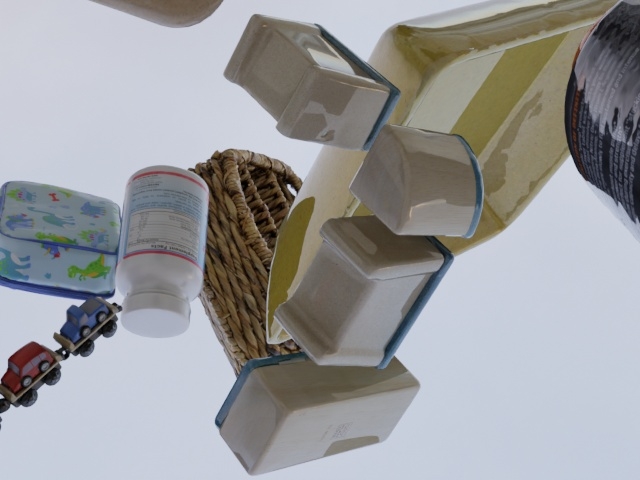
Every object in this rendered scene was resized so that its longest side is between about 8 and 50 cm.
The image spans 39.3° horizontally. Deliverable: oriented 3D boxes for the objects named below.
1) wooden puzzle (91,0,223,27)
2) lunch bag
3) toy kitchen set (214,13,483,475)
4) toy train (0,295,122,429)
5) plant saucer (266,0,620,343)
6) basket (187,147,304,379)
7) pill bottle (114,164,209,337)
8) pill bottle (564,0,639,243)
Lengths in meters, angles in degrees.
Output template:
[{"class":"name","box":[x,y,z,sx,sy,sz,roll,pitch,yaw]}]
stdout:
[{"class":"wooden puzzle","box":[-0.113,-0.265,0.288,0.322,0.348,0.080,14,-135,-26]},{"class":"lunch bag","box":[-0.353,-0.003,1.191,0.176,0.090,0.219,11,-161,-21]},{"class":"toy kitchen set","box":[0.000,0.000,0.538,0.122,0.207,0.166,1,-144,-48]},{"class":"toy train","box":[-0.205,0.091,0.634,0.027,0.036,0.158,21,-128,40]},{"class":"plant saucer","box":[0.110,-0.083,0.737,0.333,0.333,0.081,-23,-115,-37]},{"class":"basket","box":[-0.064,0.021,1.189,0.223,0.213,0.299,-24,-108,-11]},{"class":"pill bottle","box":[-0.158,0.011,0.894,0.087,0.087,0.160,5,-121,-9]},{"class":"pill bottle","box":[0.181,-0.044,0.374,0.130,0.130,0.246,7,-157,-6]}]
